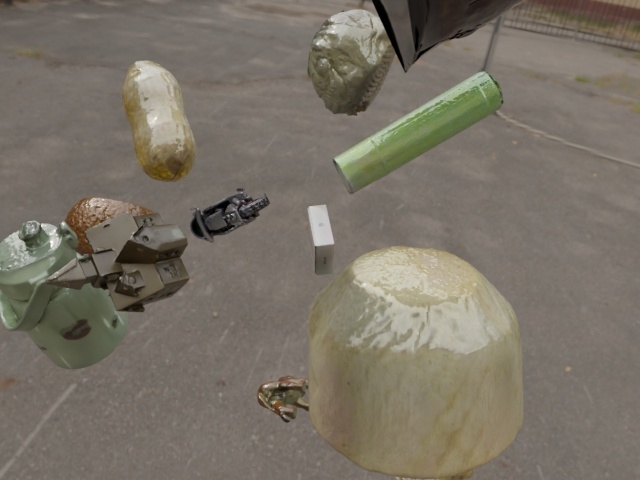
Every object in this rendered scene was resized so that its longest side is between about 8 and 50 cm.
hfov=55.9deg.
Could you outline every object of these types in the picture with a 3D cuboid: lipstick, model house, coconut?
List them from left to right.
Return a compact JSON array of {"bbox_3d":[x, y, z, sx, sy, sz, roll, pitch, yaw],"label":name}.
[{"bbox_3d":[-0.398,0.043,1.159,0.248,0.176,0.181,-16,72,-43],"label":"model house"},{"bbox_3d":[0.126,0.180,0.817,0.328,0.329,0.329,8,27,-4],"label":"coconut"},{"bbox_3d":[0.165,-0.184,1.020,0.304,0.076,0.076,-29,34,-1],"label":"lipstick"}]

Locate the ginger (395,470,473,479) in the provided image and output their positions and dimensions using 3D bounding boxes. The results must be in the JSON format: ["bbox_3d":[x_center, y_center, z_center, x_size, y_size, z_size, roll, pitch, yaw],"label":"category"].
[{"bbox_3d":[0.311,0.654,1.662,0.221,0.130,0.276,-3,35,3],"label":"ginger"}]

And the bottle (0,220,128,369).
[{"bbox_3d":[-0.591,0.115,1.322,0.228,0.352,0.229,-7,48,7],"label":"bottle"}]

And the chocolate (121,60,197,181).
[{"bbox_3d":[-0.338,-0.251,1.267,0.134,0.134,0.310,-7,60,-30],"label":"chocolate"}]

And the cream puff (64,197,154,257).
[{"bbox_3d":[-0.678,-0.016,1.963,0.302,0.212,0.303,7,-13,2],"label":"cream puff"}]

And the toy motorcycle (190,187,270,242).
[{"bbox_3d":[-0.186,-0.052,1.189,0.122,0.080,0.215,-32,13,-27],"label":"toy motorcycle"}]

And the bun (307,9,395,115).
[{"bbox_3d":[0.070,-0.472,1.577,0.204,0.282,0.281,31,30,4],"label":"bun"}]

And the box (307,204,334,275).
[{"bbox_3d":[0.000,0.000,1.559,0.051,0.130,0.129,-8,53,-6],"label":"box"}]

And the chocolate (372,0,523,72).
[{"bbox_3d":[0.193,-0.430,0.667,0.331,0.384,0.384,-19,29,3],"label":"chocolate"}]

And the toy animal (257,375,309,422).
[{"bbox_3d":[-0.091,0.405,1.582,0.157,0.098,0.312,0,-8,20],"label":"toy animal"}]
